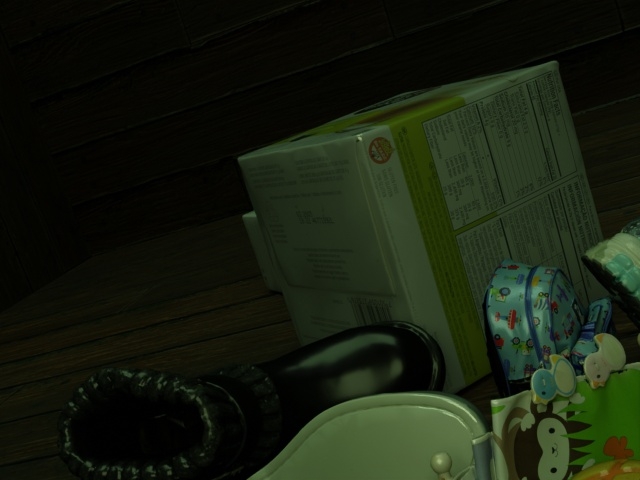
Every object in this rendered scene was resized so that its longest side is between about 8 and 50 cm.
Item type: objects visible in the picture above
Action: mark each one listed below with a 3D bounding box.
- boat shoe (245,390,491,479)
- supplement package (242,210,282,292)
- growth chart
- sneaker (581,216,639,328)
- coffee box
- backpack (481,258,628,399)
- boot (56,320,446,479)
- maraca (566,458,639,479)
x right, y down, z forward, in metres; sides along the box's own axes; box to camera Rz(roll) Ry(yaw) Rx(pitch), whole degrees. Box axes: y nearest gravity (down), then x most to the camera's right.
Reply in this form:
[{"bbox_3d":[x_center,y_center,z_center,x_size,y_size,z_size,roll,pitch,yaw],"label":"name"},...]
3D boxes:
[{"bbox_3d":[0.031,0.205,0.780,0.319,0.116,0.099,-38,-16,36],"label":"boat shoe"},{"bbox_3d":[0.000,0.000,1.775,0.177,0.175,0.293,-23,12,-25],"label":"supplement package"},{"bbox_3d":[0.187,0.175,0.672,0.237,0.172,0.021,-22,4,-23],"label":"growth chart"},{"bbox_3d":[0.359,0.042,0.887,0.122,0.110,0.283,-42,-29,9],"label":"sneaker"},{"bbox_3d":[0.142,-0.023,1.235,0.334,0.338,0.337,-25,13,-27],"label":"coffee box"},{"bbox_3d":[0.236,0.101,0.913,0.117,0.173,0.158,-13,12,29],"label":"backpack"},{"bbox_3d":[-0.056,0.164,0.894,0.348,0.131,0.260,-26,-24,10],"label":"boot"},{"bbox_3d":[0.228,0.218,0.587,0.127,0.099,0.186,-24,38,-14],"label":"maraca"}]
